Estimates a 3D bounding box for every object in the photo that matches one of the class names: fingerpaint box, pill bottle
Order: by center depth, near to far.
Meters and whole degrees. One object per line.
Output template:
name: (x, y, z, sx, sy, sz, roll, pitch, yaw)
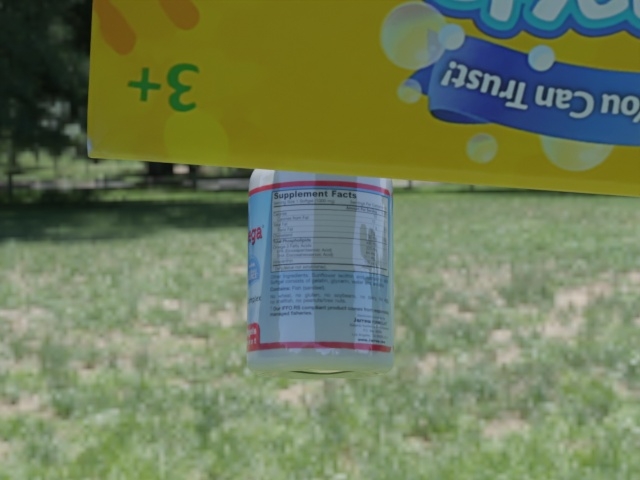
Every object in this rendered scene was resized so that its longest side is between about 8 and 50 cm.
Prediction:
fingerpaint box: (0.166, -0.198, 0.429, 0.444, 0.371, 0.163, 5, 12, -3)
pill bottle: (0.000, 0.000, 0.847, 0.087, 0.160, 0.087, 0, -10, 0)
